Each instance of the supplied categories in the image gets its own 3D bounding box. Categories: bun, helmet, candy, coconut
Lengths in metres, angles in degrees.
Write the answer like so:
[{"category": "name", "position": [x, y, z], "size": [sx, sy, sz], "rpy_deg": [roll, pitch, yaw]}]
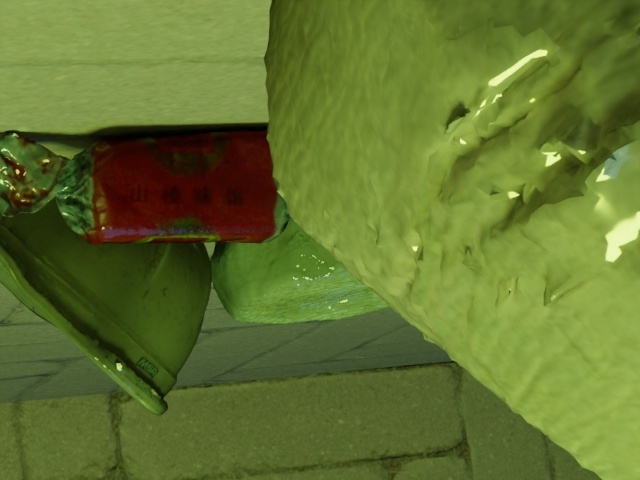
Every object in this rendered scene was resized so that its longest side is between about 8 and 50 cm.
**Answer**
[{"category": "bun", "position": [0.000, 0.000, 1.368], "size": [0.195, 0.118, 0.195], "rpy_deg": [-12, 166, -3]}, {"category": "helmet", "position": [-0.170, 0.013, 1.275], "size": [0.257, 0.137, 0.204], "rpy_deg": [33, 168, 41]}, {"category": "candy", "position": [-0.100, -0.039, 1.184], "size": [0.292, 0.086, 0.059], "rpy_deg": [-2, 175, -25]}, {"category": "coconut", "position": [0.152, -0.079, 0.466], "size": [0.346, 0.346, 0.360], "rpy_deg": [-5, 163, -13]}]
